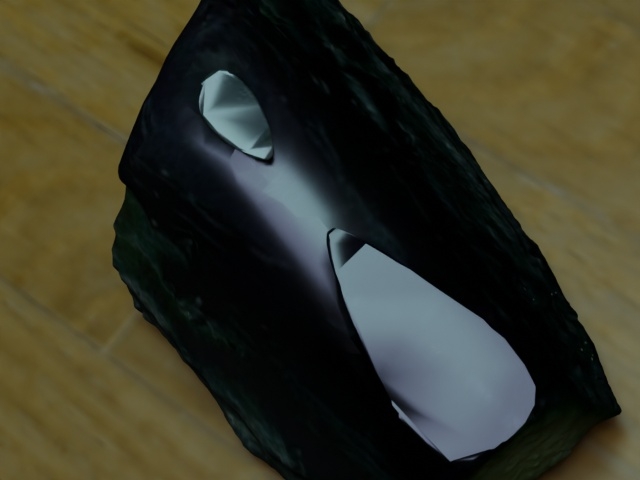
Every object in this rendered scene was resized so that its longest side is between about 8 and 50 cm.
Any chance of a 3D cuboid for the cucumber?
[{"bbox_3d":[0.000,0.000,0.549,0.115,0.086,0.193,-36,68,-5],"label":"cucumber"}]
